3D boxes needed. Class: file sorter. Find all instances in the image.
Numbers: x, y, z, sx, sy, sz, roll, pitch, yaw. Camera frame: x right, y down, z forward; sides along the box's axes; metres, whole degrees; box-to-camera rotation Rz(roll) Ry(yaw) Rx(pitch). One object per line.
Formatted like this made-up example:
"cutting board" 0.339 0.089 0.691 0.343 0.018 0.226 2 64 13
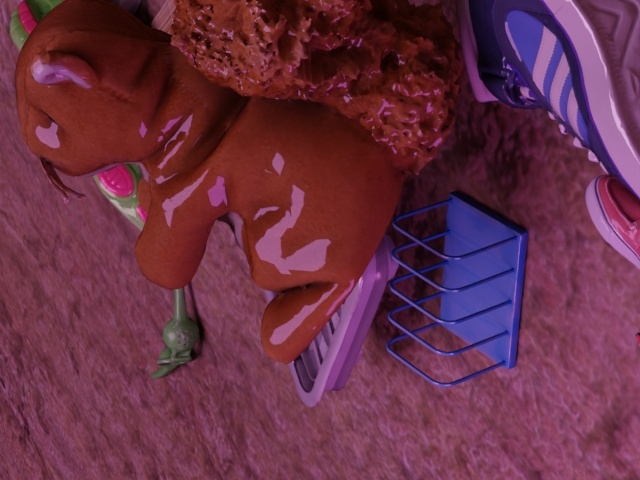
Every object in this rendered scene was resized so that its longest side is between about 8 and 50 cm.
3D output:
"file sorter" 0.141 0.055 1.549 0.118 0.104 0.170 34 132 45

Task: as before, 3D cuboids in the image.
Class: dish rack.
"dish rack" 0.000 0.000 1.715 0.285 0.072 0.333 108 149 -45

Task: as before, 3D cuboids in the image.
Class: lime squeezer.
"lime squeezer" -0.236 0.152 2.238 0.110 0.059 0.310 49 143 32

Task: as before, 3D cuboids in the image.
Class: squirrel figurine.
"squirrel figurine" -0.084 -0.141 1.344 0.370 0.281 0.397 32 127 -12

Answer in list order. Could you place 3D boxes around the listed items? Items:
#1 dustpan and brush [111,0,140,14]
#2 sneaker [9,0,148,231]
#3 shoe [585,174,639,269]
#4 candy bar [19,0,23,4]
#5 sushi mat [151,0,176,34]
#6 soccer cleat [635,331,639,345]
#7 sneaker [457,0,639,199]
"dustpan and brush" -0.286 -0.409 2.044 0.147 0.060 0.211 58 154 0
"sneaker" -0.270 -0.179 2.035 0.483 0.185 0.202 57 179 31
"shoe" 0.317 -0.004 1.287 0.178 0.063 0.081 55 144 17
"candy bar" -0.479 -0.430 2.359 0.040 0.018 0.161 58 147 28
"sushi mat" -0.159 -0.279 1.893 0.151 0.019 0.316 67 157 5
"soccer cleat" 0.329 0.087 1.346 0.035 0.029 0.083 54 149 11
"sneaker" 0.240 -0.139 1.301 0.323 0.130 0.236 60 161 3
